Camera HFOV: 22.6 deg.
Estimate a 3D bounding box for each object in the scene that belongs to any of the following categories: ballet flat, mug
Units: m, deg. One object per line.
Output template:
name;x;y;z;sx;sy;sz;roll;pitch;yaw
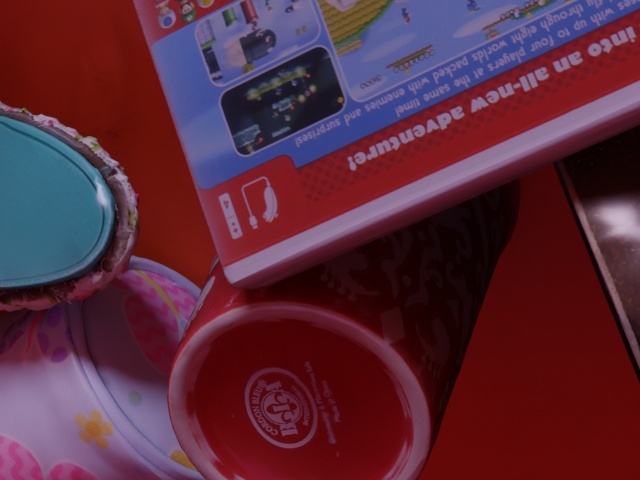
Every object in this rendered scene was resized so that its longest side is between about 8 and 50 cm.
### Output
ballet flat;-0.169;-0.015;0.667;0.241;0.077;0.091;7;81;23
mug;-0.005;0.007;0.595;0.150;0.169;0.113;41;121;-11

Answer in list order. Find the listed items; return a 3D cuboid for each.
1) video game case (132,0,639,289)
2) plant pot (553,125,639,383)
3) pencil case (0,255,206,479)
video game case;0.015;-0.153;0.490;0.204;0.025;0.285;-24;78;21
plant pot;0.212;-0.002;0.537;0.230;0.215;0.215;-22;113;8
pencil case;-0.152;0.116;0.727;0.273;0.113;0.124;-35;120;28
